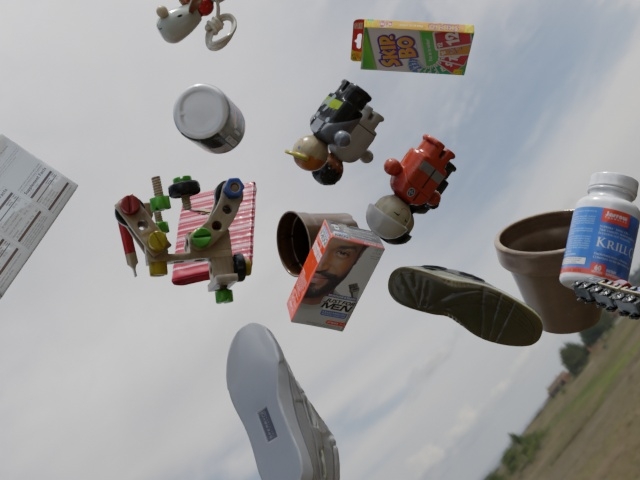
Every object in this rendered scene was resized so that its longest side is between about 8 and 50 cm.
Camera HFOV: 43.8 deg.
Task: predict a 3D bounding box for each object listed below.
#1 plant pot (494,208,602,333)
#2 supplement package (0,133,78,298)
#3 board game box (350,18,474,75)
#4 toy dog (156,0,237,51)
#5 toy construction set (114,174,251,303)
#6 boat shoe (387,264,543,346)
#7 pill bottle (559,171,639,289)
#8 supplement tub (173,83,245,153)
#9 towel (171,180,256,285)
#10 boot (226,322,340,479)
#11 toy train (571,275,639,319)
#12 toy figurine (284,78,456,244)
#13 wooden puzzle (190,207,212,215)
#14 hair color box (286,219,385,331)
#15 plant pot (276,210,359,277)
[{"bbox_3d":[0.540,0.078,1.796,0.263,0.263,0.229,-33,-64,-41],"label":"plant pot"},{"bbox_3d":[-0.522,0.007,1.210,0.204,0.145,0.262,-40,21,36],"label":"supplement package"},{"bbox_3d":[0.197,-0.424,1.747,0.124,0.259,0.039,93,-177,-55],"label":"board game box"},{"bbox_3d":[-0.240,-0.591,1.739,0.333,0.220,0.161,-59,-40,-14],"label":"toy dog"},{"bbox_3d":[-0.276,0.022,1.543,0.257,0.237,0.309,-8,-6,-45],"label":"toy construction set"},{"bbox_3d":[0.209,0.080,1.126,0.073,0.223,0.080,-37,-39,-58],"label":"boat shoe"},{"bbox_3d":[0.539,-0.013,1.519,0.124,0.124,0.221,46,-123,-70],"label":"pill bottle"},{"bbox_3d":[-0.219,-0.241,1.615,0.117,0.117,0.190,-51,-7,2],"label":"supplement tub"},{"bbox_3d":[-0.245,-0.017,1.867,0.199,0.275,0.031,-11,-42,12],"label":"towel"},{"bbox_3d":[-0.050,0.246,1.121,0.095,0.258,0.123,-28,-32,18],"label":"boot"},{"bbox_3d":[0.309,0.057,0.834,0.036,0.027,0.158,-24,5,-2],"label":"toy train"},{"bbox_3d":[0.071,-0.099,1.097,0.148,0.209,0.213,-55,-8,5],"label":"toy figurine"},{"bbox_3d":[-0.243,-0.061,1.651,0.049,0.083,0.006,1,-80,-38],"label":"wooden puzzle"},{"bbox_3d":[0.021,0.057,1.230,0.093,0.053,0.167,13,-61,-21],"label":"hair color box"},{"bbox_3d":[0.000,0.000,1.992,0.165,0.167,0.167,-7,-43,-32],"label":"plant pot"}]
